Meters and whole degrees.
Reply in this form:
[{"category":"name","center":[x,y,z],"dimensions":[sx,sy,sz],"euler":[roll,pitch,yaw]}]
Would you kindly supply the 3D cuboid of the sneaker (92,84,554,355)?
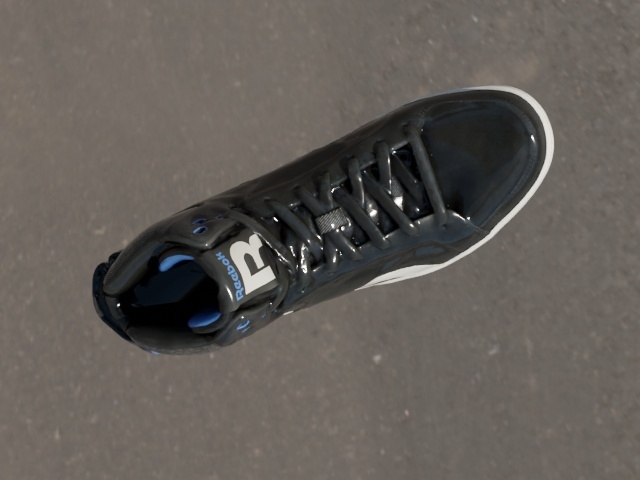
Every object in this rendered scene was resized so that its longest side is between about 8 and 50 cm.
[{"category":"sneaker","center":[0.000,0.000,0.515],"dimensions":[0.216,0.121,0.079],"euler":[-24,94,18]}]
